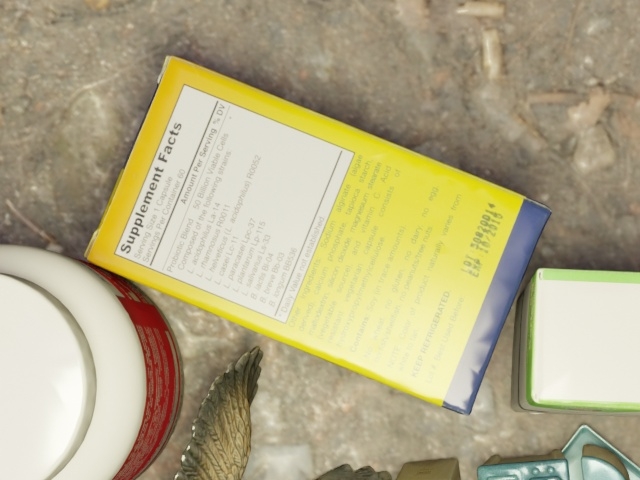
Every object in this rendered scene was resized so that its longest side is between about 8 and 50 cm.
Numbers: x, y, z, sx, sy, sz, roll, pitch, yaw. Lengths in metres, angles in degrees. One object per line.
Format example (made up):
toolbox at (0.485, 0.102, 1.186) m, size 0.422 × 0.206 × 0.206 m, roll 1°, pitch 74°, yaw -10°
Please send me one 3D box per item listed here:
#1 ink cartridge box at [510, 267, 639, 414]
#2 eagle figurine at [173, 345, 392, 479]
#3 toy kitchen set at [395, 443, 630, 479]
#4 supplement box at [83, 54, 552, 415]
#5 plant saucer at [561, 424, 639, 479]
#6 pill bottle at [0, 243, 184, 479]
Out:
ink cartridge box at (0.271, 0.094, 1.555) m, size 0.198 × 0.273 × 0.115 m, roll 2°, pitch 84°, yaw 2°
eagle figurine at (-0.094, 0.270, 1.604) m, size 0.298 × 0.226 × 0.225 m, roll -40°, pitch 65°, yaw 4°
toy kitchen set at (0.179, 0.281, 1.614) m, size 0.207 × 0.122 × 0.166 m, roll -7°, pitch 93°, yaw 10°
supplement box at (0.000, 0.000, 1.611) m, size 0.356 × 0.195 × 0.194 m, roll 23°, pitch 87°, yaw 3°
plant saucer at (0.297, 0.255, 1.670) m, size 0.192 × 0.018 × 0.067 m, roll 39°, pitch 88°, yaw 4°
pill bottle at (-0.247, 0.120, 1.506) m, size 0.229 × 0.408 × 0.229 m, roll 0°, pitch 86°, yaw 2°
